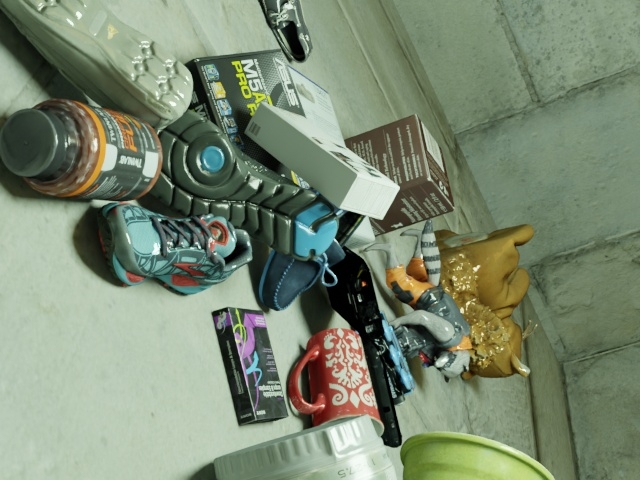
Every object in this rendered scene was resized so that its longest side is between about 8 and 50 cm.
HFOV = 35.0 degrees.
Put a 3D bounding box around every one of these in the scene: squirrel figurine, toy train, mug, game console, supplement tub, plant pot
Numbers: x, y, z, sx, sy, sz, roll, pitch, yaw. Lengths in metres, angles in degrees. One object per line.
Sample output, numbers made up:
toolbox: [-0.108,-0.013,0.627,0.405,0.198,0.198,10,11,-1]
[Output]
squirrel figurine: [0.374,0.184,2.476,0.397,0.281,0.370,-31,112,-57]
toy train: [0.119,0.221,1.916,0.105,0.080,0.184,-20,89,-80]
mug: [0.025,0.223,1.595,0.150,0.113,0.169,52,23,-47]
game console: [0.075,0.184,1.765,0.213,0.044,0.361,-142,-143,-72]
supplement tub: [-0.261,-0.097,1.106,0.198,0.106,0.106,0,72,-71]
plant pot: [0.234,0.498,1.690,0.276,0.276,0.254,54,45,-40]

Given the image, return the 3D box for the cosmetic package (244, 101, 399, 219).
cosmetic package: [0.000,-0.119,1.477,0.099,0.060,0.239,15,19,-49]

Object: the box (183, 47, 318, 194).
box: [-0.100,-0.159,1.588,0.216,0.060,0.270,-20,91,-51]

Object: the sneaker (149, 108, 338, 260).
sneaker: [-0.141,-0.074,1.387,0.341,0.125,0.140,33,-5,-29]

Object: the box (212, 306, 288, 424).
box: [-0.096,0.175,1.423,0.116,0.029,0.162,16,58,-68]

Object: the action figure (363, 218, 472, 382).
action figure: [0.215,0.141,2.115,0.330,0.179,0.341,65,19,3]

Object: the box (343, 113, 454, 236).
box: [0.154,-0.133,2.155,0.168,0.203,0.167,40,35,-56]

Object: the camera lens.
camera lens: [0.002,0.367,1.211,0.219,0.219,0.274,7,65,-69]

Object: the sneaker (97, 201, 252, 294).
sneaker: [-0.170,-0.005,1.240,0.262,0.125,0.104,18,54,-67]

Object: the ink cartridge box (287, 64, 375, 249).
ink cartridge box: [-0.020,-0.157,1.904,0.324,0.071,0.330,17,52,-67]

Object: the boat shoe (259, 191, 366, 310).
boat shoe: [0.000,0.000,1.568,0.258,0.089,0.109,-59,151,-10]

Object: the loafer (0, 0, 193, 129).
loafer: [-0.292,-0.240,1.172,0.319,0.111,0.112,44,47,-24]

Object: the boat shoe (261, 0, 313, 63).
boat shoe: [-0.069,-0.449,2.041,0.065,0.075,0.206,-90,158,-52]
